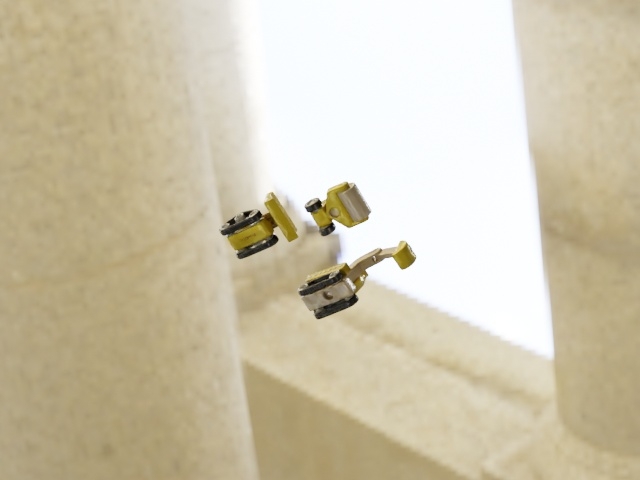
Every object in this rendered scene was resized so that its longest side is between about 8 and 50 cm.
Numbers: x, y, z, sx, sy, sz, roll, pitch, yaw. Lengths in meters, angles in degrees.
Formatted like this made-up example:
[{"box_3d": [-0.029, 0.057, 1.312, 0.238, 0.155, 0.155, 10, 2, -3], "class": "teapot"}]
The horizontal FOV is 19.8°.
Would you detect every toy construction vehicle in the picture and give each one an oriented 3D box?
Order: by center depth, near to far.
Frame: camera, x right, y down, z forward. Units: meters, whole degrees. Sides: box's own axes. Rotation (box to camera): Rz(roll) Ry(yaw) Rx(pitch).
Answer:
[{"box_3d": [0.000, 0.000, 1.150, 0.098, 0.086, 0.035, -25, -159, 29], "class": "toy construction vehicle"}]
